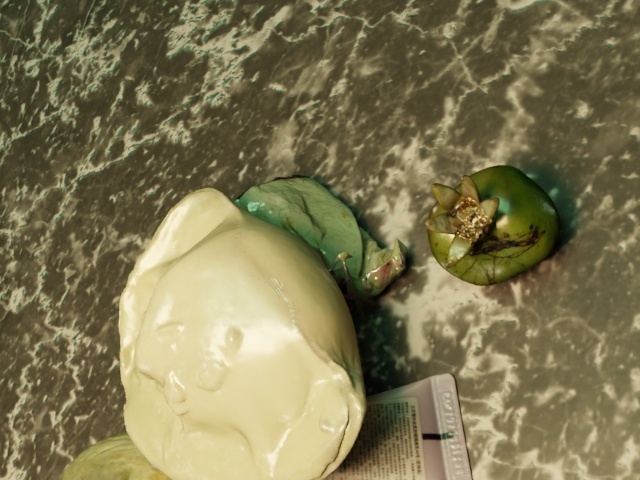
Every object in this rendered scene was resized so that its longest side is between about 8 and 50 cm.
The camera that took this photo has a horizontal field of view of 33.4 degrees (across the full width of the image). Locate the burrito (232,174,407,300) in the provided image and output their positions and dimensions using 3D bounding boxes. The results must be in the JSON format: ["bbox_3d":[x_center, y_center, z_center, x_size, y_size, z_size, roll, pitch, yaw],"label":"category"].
[{"bbox_3d":[0.000,0.000,1.390,0.229,0.144,0.089,41,135,37],"label":"burrito"}]

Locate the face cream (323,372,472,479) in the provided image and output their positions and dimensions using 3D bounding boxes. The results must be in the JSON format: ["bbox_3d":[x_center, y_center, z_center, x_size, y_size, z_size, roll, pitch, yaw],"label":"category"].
[{"bbox_3d":[0.035,0.250,1.264,0.274,0.096,0.154,-11,58,10],"label":"face cream"}]

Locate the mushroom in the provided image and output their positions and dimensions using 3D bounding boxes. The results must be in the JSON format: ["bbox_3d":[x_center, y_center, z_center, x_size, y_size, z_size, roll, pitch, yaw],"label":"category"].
[{"bbox_3d":[-0.207,0.329,1.310,0.189,0.164,0.267,-48,52,2],"label":"mushroom"}]

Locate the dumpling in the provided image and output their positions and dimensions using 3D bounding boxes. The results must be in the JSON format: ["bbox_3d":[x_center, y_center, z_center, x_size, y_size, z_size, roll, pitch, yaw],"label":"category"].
[{"bbox_3d":[-0.105,0.140,1.243,0.315,0.233,0.395,-51,57,14],"label":"dumpling"}]

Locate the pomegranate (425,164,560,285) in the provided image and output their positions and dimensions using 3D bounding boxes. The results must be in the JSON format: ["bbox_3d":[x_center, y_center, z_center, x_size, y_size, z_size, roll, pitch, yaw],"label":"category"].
[{"bbox_3d":[0.193,-0.019,1.236,0.152,0.191,0.131,-35,71,13],"label":"pomegranate"}]
